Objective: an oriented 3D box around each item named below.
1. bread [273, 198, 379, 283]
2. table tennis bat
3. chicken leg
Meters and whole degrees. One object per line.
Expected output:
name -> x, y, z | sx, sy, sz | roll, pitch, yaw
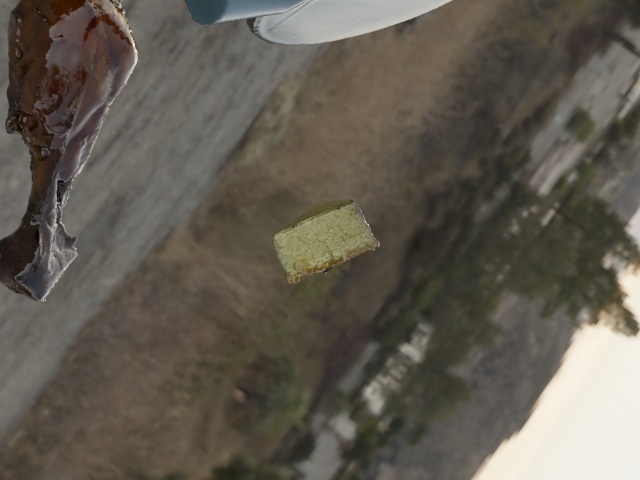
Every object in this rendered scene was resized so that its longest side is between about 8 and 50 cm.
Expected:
bread -> 0.000, 0.000, 1.700 | 0.109, 0.084, 0.080 | -34, -161, -30
table tennis bat -> 0.022, -0.208, 1.091 | 0.215, 0.044, 0.329 | -23, 174, 42
chicken leg -> -0.222, -0.083, 1.134 | 0.113, 0.093, 0.304 | -4, 115, -37
